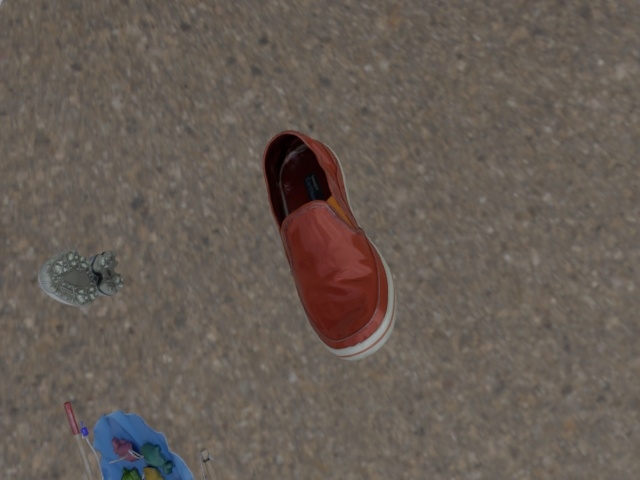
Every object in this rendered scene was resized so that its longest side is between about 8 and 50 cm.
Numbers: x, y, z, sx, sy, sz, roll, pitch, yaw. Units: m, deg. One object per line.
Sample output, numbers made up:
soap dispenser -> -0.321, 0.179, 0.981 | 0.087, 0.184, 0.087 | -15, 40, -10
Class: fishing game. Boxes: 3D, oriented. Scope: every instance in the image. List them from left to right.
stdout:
fishing game -> -0.200, 0.278, 1.426 | 0.041, 0.264, 0.189 | -35, 125, -39

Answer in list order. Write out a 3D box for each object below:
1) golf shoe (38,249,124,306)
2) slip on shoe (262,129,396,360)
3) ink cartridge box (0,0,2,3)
golf shoe -> -0.306, 0.052, 1.505 | 0.086, 0.176, 0.069 | -14, 85, 14
slip on shoe -> 0.000, 0.000, 1.515 | 0.123, 0.331, 0.101 | -31, 143, 18
ink cartridge box -> -0.448, -0.313, 1.493 | 0.114, 0.273, 0.197 | 19, 92, -26
